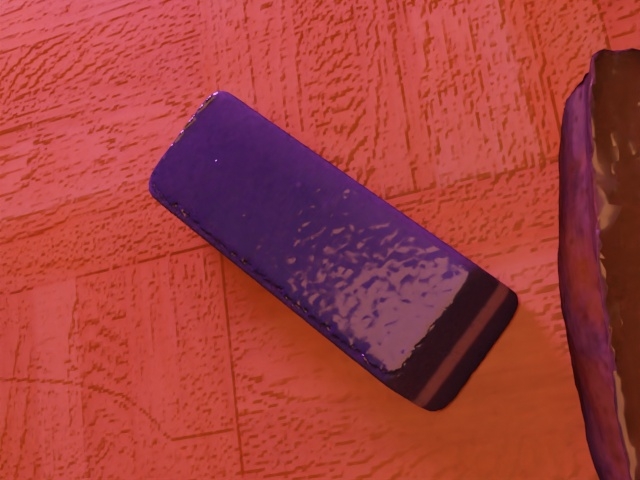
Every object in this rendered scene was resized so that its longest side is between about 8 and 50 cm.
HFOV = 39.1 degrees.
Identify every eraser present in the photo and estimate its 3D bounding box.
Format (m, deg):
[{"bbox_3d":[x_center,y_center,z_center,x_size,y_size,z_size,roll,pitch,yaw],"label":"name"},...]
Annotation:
[{"bbox_3d":[0.000,0.000,0.519,0.225,0.036,0.082,36,93,25],"label":"eraser"}]

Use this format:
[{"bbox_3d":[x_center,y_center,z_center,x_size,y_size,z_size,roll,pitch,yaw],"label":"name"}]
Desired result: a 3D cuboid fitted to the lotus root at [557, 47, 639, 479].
[{"bbox_3d":[0.231,0.069,0.357,0.266,0.149,0.261,0,81,3],"label":"lotus root"}]
